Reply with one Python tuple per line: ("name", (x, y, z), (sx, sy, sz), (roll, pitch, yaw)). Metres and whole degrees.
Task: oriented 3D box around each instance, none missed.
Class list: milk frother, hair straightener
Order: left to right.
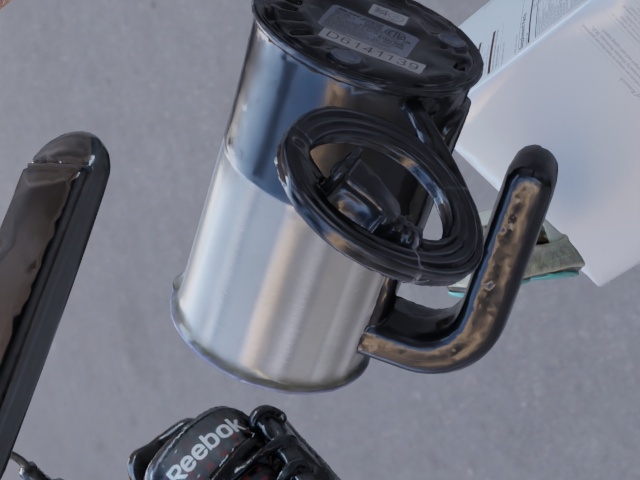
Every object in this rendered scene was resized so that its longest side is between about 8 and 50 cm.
("hair straightener", (-0.086, 0.081, 0.338), (0.047, 0.089, 0.230), (-4, 74, 51))
("milk frother", (0.000, 0.000, 0.460), (0.129, 0.143, 0.135), (32, 124, 21))

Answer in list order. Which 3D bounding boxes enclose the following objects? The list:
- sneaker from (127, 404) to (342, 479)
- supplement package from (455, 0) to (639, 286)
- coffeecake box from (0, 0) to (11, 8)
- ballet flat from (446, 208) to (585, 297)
("sneaker", (-0.018, 0.149, 0.625), (0.135, 0.097, 0.276), (60, 159, -18))
("supplement package", (0.224, -0.116, 0.973), (0.194, 0.149, 0.203), (42, 125, -18))
("coffeecake box", (-0.380, -0.212, 1.134), (0.142, 0.185, 0.068), (30, 144, 17))
("ballet flat", (0.130, 0.004, 0.866), (0.057, 0.168, 0.052), (-2, 92, 30))
